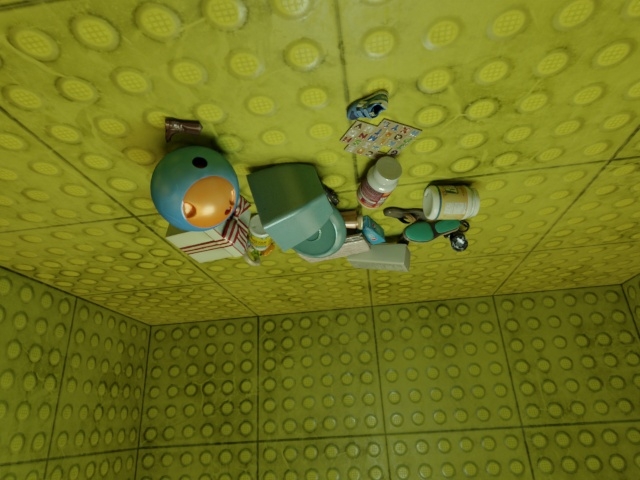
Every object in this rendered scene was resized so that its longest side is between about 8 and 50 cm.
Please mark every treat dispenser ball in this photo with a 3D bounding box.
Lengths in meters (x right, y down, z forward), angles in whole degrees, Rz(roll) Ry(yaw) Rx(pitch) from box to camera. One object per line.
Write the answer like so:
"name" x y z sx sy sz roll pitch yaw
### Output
"treat dispenser ball" -0.419 -0.173 1.417 0.288 0.288 0.288 -3 157 -1

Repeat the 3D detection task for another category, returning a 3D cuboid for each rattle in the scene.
"rattle" -0.353 0.046 2.167 0.143 0.130 0.200 -17 143 29

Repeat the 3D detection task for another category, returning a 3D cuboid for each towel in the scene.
"towel" 0.071 0.040 2.077 0.332 0.053 0.317 -11 167 9

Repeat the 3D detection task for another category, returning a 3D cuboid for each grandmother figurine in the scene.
"grandmother figurine" 0.013 -0.087 1.923 0.342 0.104 0.208 0 171 -2

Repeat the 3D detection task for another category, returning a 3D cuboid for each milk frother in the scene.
"milk frother" 0.715 -0.032 2.156 0.143 0.129 0.135 -45 179 17

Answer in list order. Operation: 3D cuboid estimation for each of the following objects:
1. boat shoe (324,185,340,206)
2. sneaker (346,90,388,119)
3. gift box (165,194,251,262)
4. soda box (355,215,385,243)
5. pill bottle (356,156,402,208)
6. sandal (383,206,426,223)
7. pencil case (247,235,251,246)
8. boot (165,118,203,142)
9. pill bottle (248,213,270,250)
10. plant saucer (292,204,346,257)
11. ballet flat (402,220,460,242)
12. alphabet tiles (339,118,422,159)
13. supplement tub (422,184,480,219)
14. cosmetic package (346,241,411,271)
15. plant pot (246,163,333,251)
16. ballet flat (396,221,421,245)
"boat shoe" 0.040 -0.190 1.756 0.042 0.049 0.133 -41 140 2
"sneaker" 0.140 -0.395 1.268 0.144 0.059 0.053 -20 154 35
"gift box" -0.423 -0.069 1.715 0.258 0.255 0.276 -12 149 23
"soda box" 0.247 -0.049 2.073 0.071 0.067 0.210 -15 154 27
"pill bottle" 0.223 -0.218 1.605 0.121 0.121 0.221 2 158 -12
"sandal" 0.398 -0.111 1.960 0.219 0.060 0.090 5 155 -19
"pencil case" -0.417 -0.004 2.090 0.152 0.064 0.070 15 -171 -38
"boot" -0.436 -0.344 1.344 0.114 0.037 0.106 0 159 -19
"pill bottle" -0.281 -0.030 1.981 0.117 0.117 0.208 1 157 -10
"plant saucer" -0.045 -0.047 1.832 0.318 0.043 0.317 9 124 14
"ballet flat" 0.523 -0.041 2.028 0.316 0.107 0.106 -10 168 -18
"alphabet tiles" 0.196 -0.348 1.449 0.237 0.009 0.198 8 154 -26
"supplement tub" 0.545 -0.159 1.763 0.200 0.144 0.144 -1 157 -7
"cosmetic package" 0.314 0.086 2.250 0.309 0.113 0.160 2 161 23
"plant pot" -0.096 -0.146 1.603 0.252 0.248 0.247 -23 154 4
"ballet flat" 0.462 -0.036 2.163 0.084 0.058 0.250 1 152 -19
